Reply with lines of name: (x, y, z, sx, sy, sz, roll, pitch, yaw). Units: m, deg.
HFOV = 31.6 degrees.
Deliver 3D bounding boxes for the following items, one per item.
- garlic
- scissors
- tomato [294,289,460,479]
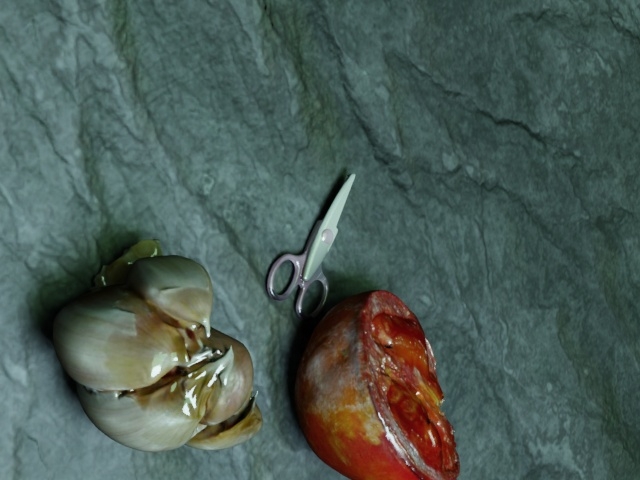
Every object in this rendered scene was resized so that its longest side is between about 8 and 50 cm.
garlic: (-0.150, 0.123, 1.055, 0.160, 0.191, 0.214, -22, 119, -14)
scissors: (0.000, 0.000, 1.271, 0.085, 0.022, 0.176, 36, 70, -31)
tomato: (0.050, 0.179, 1.243, 0.200, 0.140, 0.233, 45, 28, -40)
